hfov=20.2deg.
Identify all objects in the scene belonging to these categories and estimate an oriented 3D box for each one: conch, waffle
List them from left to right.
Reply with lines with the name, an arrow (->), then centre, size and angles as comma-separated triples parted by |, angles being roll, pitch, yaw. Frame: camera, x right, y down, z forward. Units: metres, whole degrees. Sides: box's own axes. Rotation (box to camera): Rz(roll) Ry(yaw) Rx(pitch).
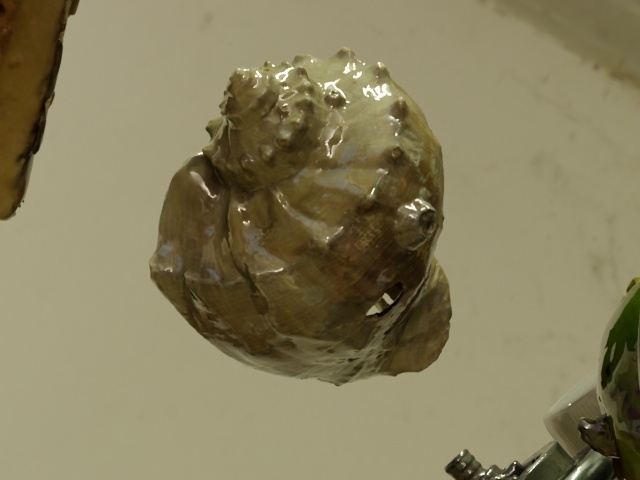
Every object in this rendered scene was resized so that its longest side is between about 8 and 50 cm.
waffle -> -0.247, -0.233, 1.500 | 0.114, 0.261, 0.376 | 15, -68, -6
conch -> 0.001, 0.001, 1.477 | 0.263, 0.186, 0.324 | -37, -75, -1

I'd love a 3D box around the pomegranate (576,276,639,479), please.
pomegranate -> 0.355, 0.109, 1.265 | 0.341, 0.260, 0.260 | -9, -54, 15

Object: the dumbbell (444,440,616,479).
dumbbell -> 0.200, 0.274, 1.366 | 0.290, 0.192, 0.192 | 49, -42, 8

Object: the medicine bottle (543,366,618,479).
medicine bottle -> 0.366, 0.236, 1.568 | 0.339, 0.208, 0.208 | 52, -43, 6

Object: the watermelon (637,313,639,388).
watermelon -> 0.264, 0.040, 0.761 | 0.269, 0.269, 0.269 | 16, -44, 16
